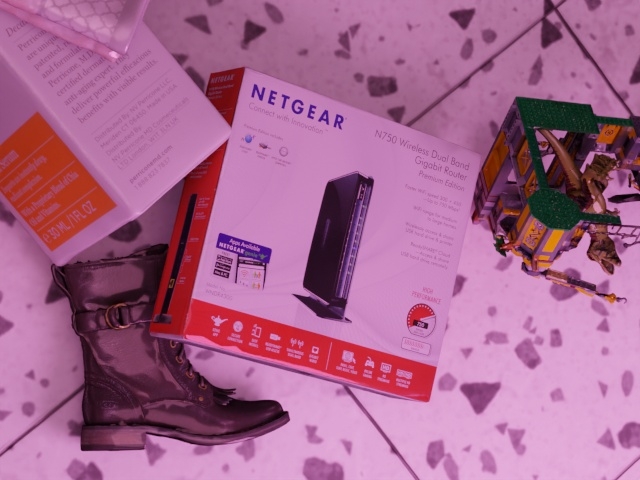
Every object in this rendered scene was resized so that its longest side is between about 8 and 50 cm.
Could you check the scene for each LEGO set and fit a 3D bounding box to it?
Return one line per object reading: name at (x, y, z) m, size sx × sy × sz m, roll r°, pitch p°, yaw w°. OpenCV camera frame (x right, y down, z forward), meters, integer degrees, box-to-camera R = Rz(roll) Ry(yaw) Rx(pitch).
LEGO set at (0.322, -0.020, 1.911) m, size 0.331 × 0.192 × 0.255 m, roll -2°, pitch 51°, yaw -21°

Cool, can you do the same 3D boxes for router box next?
router box at (0.000, 0.000, 1.843) m, size 0.335 × 0.082 × 0.301 m, roll 17°, pitch 81°, yaw -31°

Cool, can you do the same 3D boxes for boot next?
boot at (-0.164, 0.117, 1.837) m, size 0.263 × 0.091 × 0.229 m, roll -1°, pitch 83°, yaw -19°

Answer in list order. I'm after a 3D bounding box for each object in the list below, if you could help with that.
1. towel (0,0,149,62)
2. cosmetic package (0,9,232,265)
towel at (-0.265, -0.382, 1.596) m, size 0.317 × 0.053 × 0.332 m, roll 27°, pitch 76°, yaw -15°
cosmetic package at (-0.327, -0.212, 1.718) m, size 0.453 × 0.230 × 0.161 m, roll 51°, pitch 58°, yaw -7°
